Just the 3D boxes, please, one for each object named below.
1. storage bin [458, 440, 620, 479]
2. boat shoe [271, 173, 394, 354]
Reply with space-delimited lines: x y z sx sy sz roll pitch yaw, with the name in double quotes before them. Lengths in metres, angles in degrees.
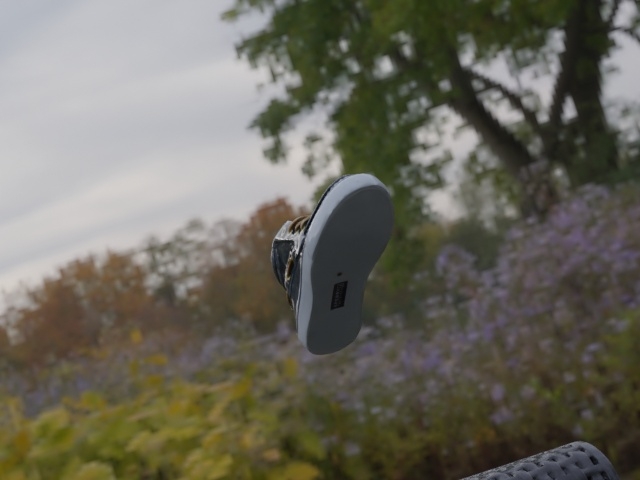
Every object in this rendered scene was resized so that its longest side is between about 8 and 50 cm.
"storage bin" 0.061 0.163 0.612 0.084 0.122 0.180 -15 -11 -24
"boat shoe" 0.000 0.000 1.109 0.065 0.083 0.183 -12 -38 -23
